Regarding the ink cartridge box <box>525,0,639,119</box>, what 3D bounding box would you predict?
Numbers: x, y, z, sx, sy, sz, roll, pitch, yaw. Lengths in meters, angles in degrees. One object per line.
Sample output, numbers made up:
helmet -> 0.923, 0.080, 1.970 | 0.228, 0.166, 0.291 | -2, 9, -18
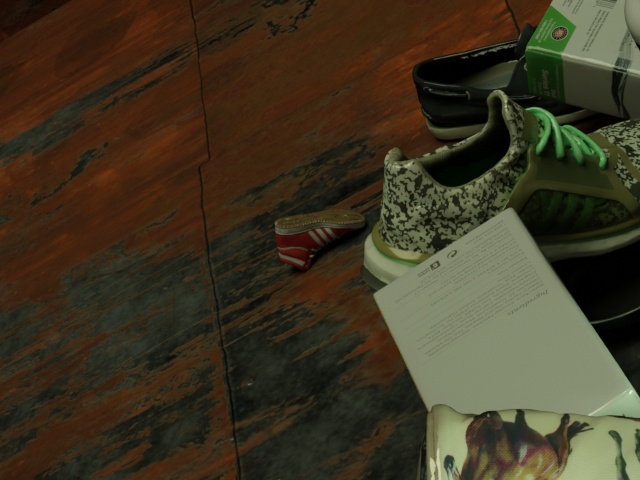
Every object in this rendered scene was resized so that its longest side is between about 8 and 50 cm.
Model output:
ink cartridge box -> 0.368, -0.225, 2.084 | 0.208, 0.087, 0.153 | 18, 56, 23

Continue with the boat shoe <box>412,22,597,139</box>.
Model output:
boat shoe -> 0.264, -0.220, 2.234 | 0.340, 0.113, 0.127 | -7, 39, 39

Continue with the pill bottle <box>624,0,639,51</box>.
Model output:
pill bottle -> 0.432, -0.199, 1.824 | 0.181, 0.323, 0.181 | -25, 31, 16

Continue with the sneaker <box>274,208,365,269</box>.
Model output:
sneaker -> 0.000, 0.000, 2.266 | 0.118, 0.067, 0.042 | -6, 26, -11

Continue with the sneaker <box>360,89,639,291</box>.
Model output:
sneaker -> 0.226, -0.076, 1.835 | 0.410, 0.182, 0.158 | -23, 38, -25

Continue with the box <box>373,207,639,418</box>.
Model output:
box -> 0.206, 0.161, 1.645 | 0.168, 0.215, 0.345 | -33, 29, 5

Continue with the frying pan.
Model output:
frying pan -> 0.368, 0.025, 1.837 | 0.326, 0.053, 0.197 | -1, 44, 45

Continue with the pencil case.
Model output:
pencil case -> 0.263, 0.221, 1.368 | 0.410, 0.160, 0.183 | 4, 26, -3
